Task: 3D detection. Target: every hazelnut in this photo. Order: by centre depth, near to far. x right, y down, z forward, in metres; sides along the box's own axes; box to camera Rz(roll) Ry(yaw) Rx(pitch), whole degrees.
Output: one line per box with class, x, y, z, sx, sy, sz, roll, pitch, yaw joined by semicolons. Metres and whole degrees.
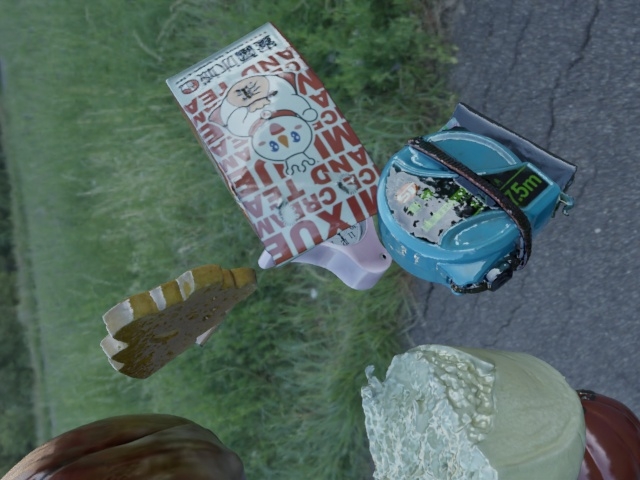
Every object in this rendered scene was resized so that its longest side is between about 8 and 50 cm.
hazelnut;-0.259;0.382;0.818;0.372;0.372;0.315;8;135;49

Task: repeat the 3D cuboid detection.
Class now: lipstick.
lipstick;-0.189;0.148;1.161;0.019;0.094;0.019;36;168;9

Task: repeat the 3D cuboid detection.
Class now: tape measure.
tape measure;0.111;-0.027;0.534;0.146;0.125;0.081;43;165;26

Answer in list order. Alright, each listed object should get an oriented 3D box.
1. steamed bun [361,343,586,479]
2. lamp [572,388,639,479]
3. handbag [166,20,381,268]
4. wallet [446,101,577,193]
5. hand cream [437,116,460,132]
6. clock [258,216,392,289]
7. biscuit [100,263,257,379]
steamed bun;0.211;0.306;0.843;0.272;0.273;0.290;-111;22;-50
lamp;0.484;0.419;1.270;0.303;0.303;0.257;-27;88;50
handbag;-0.045;-0.111;0.785;0.298;0.171;0.151;54;172;35
wallet;0.487;-0.205;1.763;0.377;0.051;0.197;34;114;19
hand cream;0.336;-0.133;1.424;0.079;0.050;0.275;-33;79;34
clock;0.000;0.000;1.434;0.275;0.290;0.080;55;143;17
biscuit;-0.190;0.103;0.812;0.041;0.212;0.239;55;131;17
